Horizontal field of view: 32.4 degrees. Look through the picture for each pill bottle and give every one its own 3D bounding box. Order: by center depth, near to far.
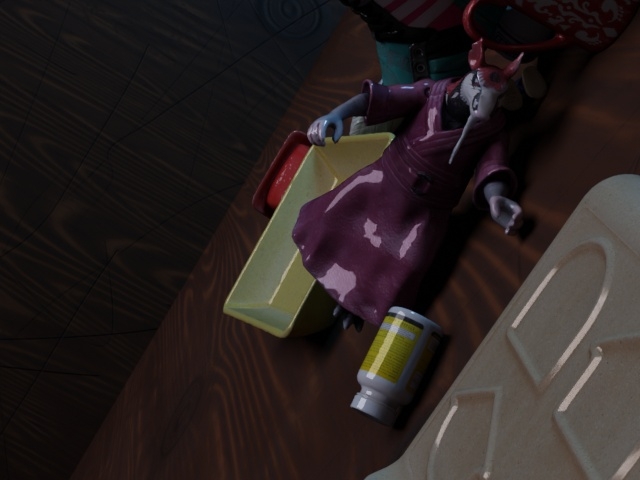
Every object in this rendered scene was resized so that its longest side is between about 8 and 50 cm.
[{"bbox_3d":[0.078,0.134,1.160,0.116,0.065,0.065,-62,12,-12],"label":"pill bottle"}]

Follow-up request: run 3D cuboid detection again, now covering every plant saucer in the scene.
[{"bbox_3d":[0.000,0.000,1.694,0.332,0.081,0.333,-61,19,-7],"label":"plant saucer"}]

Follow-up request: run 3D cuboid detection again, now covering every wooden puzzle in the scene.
[{"bbox_3d":[0.171,0.136,0.765,0.347,0.081,0.322,-53,14,12],"label":"wooden puzzle"}]

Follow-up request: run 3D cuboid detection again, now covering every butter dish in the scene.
[{"bbox_3d":[-0.008,-0.083,1.897,0.160,0.160,0.118,-60,35,0],"label":"butter dish"}]

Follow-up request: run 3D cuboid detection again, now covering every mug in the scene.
[{"bbox_3d":[0.242,-0.273,1.197,0.150,0.169,0.113,-52,15,36],"label":"mug"}]

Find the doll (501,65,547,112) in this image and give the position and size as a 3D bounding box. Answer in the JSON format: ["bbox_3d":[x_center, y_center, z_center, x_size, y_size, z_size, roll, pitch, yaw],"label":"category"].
[{"bbox_3d":[0.194,-0.158,1.353,0.129,0.046,0.189,-27,0,-22],"label":"doll"}]

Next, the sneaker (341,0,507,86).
[{"bbox_3d":[0.076,-0.252,1.283,0.123,0.296,0.178,-118,33,-58],"label":"sneaker"}]

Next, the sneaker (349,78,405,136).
[{"bbox_3d":[0.123,-0.241,1.817,0.237,0.085,0.086,-46,23,44],"label":"sneaker"}]

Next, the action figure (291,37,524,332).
[{"bbox_3d":[0.130,-0.070,1.269,0.370,0.248,0.276,-54,-14,29],"label":"action figure"}]

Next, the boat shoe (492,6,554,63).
[{"bbox_3d":[0.284,-0.398,1.407,0.156,0.136,0.367,-48,20,46],"label":"boat shoe"}]
